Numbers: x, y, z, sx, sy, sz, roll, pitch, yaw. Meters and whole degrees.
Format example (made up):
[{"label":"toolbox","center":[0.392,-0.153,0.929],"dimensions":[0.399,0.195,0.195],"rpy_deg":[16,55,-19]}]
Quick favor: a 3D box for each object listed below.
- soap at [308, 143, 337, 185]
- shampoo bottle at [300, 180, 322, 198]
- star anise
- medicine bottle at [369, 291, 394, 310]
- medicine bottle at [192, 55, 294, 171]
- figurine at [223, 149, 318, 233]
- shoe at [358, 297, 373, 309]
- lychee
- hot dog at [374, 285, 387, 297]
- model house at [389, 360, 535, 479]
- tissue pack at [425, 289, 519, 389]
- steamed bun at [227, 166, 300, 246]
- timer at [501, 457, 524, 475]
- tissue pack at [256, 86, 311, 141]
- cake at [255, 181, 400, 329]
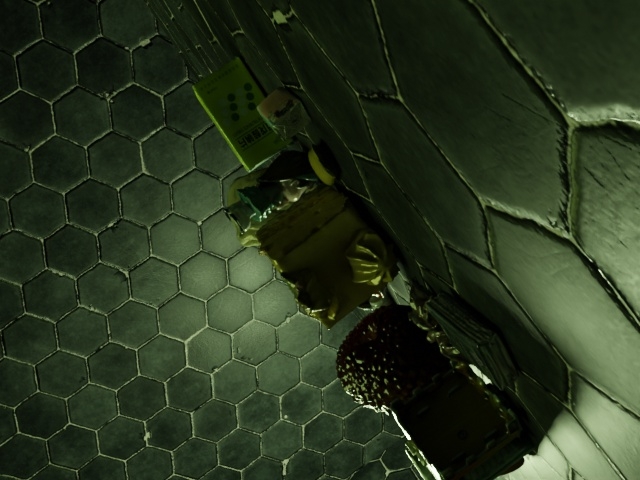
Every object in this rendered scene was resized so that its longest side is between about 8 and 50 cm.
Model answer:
[{"label":"soap","center":[0.006,-0.155,1.323],"dimensions":[0.089,0.033,0.168],"rpy_deg":[53,175,-4]},{"label":"shampoo bottle","center":[-0.005,-0.097,1.606],"dimensions":[0.183,0.050,0.087],"rpy_deg":[50,132,47]},{"label":"star anise","center":[0.223,0.163,1.215],"dimensions":[0.182,0.065,0.195],"rpy_deg":[49,168,44]},{"label":"medicine bottle","center":[0.186,0.195,1.838],"dimensions":[0.091,0.058,0.058],"rpy_deg":[57,175,-21]},{"label":"medicine bottle","center":[-0.186,-0.302,1.565],"dimensions":[0.250,0.137,0.141],"rpy_deg":[56,175,-8]},{"label":"figurine","center":[-0.115,-0.123,1.508],"dimensions":[0.138,0.245,0.110],"rpy_deg":[37,161,54]},{"label":"shoe","center":[0.105,0.148,2.036],"dimensions":[0.227,0.099,0.125],"rpy_deg":[51,-175,-24]},{"label":"lychee","center":[0.180,0.278,1.447],"dimensions":[0.271,0.271,0.271],"rpy_deg":[54,175,7]},{"label":"hot dog","center":[0.095,0.105,1.750],"dimensions":[0.191,0.059,0.108],"rpy_deg":[27,176,-14]},{"label":"model house","center":[0.279,0.389,1.281],"dimensions":[0.198,0.224,0.215],"rpy_deg":[49,172,47]},{"label":"tissue pack","center":[0.246,0.159,1.043],"dimensions":[0.112,0.051,0.156],"rpy_deg":[56,175,-29]},{"label":"steamed bun","center":[-0.128,-0.081,1.931],"dimensions":[0.203,0.276,0.289],"rpy_deg":[154,106,-74]},{"label":"timer","center":[0.378,0.442,1.458],"dimensions":[0.132,0.132,0.152],"rpy_deg":[107,148,-84]},{"label":"tissue pack","center":[-0.072,-0.245,1.237],"dimensions":[0.059,0.074,0.094],"rpy_deg":[49,179,-43]},{"label":"cake","center":[0.019,0.035,1.375],"dimensions":[0.222,0.227,0.286],"rpy_deg":[52,179,-21]}]
